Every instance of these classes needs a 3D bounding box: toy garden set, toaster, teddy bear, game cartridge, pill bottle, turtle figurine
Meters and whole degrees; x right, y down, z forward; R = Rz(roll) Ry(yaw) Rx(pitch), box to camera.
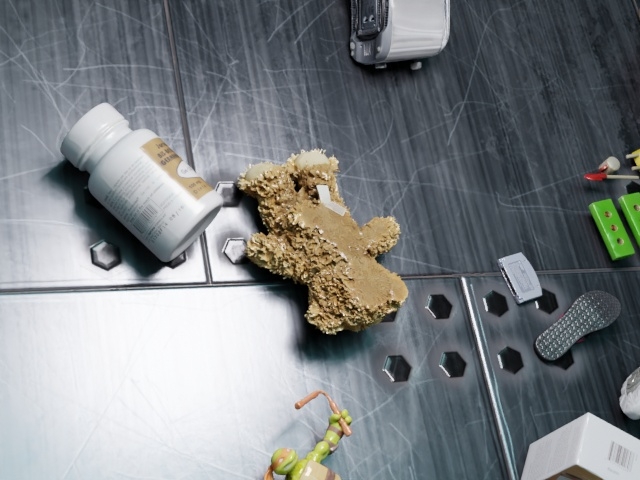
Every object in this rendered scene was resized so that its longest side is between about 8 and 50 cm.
[{"bbox_3d":[0.579,-0.075,2.065,0.244,0.049,0.204,-12,72,-26],"label":"toy garden set"},{"bbox_3d":[0.137,-0.413,1.976,0.146,0.129,0.227,-4,94,-30],"label":"toaster"},{"bbox_3d":[0.000,0.000,1.765,0.245,0.113,0.338,-32,72,-39],"label":"teddy bear"},{"bbox_3d":[0.339,0.063,1.913,0.056,0.017,0.083,-15,72,-24],"label":"game cartridge"},{"bbox_3d":[-0.266,-0.090,1.670,0.229,0.131,0.131,43,57,3],"label":"pill bottle"},{"bbox_3d":[0.000,0.361,1.580,0.217,0.087,0.269,39,48,-9],"label":"turtle figurine"}]

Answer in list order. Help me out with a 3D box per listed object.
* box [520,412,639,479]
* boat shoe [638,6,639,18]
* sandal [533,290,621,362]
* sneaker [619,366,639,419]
[{"bbox_3d":[0.400,0.349,1.701,0.130,0.170,0.091,28,56,-7],"label":"box"},{"bbox_3d":[0.809,-0.457,2.315,0.307,0.104,0.111,2,64,-22],"label":"boat shoe"},{"bbox_3d":[0.426,0.144,1.900,0.179,0.040,0.067,-32,74,-17],"label":"sandal"},{"bbox_3d":[0.592,0.236,1.889,0.232,0.090,0.115,-38,87,-32],"label":"sneaker"}]
